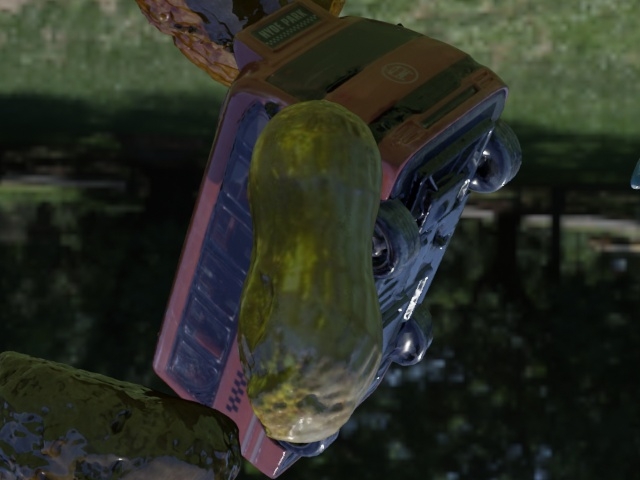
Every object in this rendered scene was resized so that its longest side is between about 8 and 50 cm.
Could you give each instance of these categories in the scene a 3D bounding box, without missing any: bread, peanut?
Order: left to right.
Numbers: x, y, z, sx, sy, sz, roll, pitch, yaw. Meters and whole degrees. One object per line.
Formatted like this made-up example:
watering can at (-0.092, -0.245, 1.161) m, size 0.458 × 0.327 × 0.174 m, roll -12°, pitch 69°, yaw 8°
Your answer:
bread at (-0.178, 0.169, 1.259) m, size 0.230 × 0.123 × 0.230 m, roll 17°, pitch 177°, yaw 1°
bread at (-0.076, -0.282, 1.598) m, size 0.179 × 0.194 × 0.340 m, roll 6°, pitch 152°, yaw 45°
peanut at (-0.004, 0.017, 0.921) m, size 0.087 × 0.206 × 0.087 m, roll 3°, pitch 165°, yaw 1°

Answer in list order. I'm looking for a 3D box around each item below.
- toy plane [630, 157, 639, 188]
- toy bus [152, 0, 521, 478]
toy plane at (0.268, -0.093, 0.950) m, size 0.078 × 0.169 × 0.246 m, roll 20°, pitch -135°, yaw 31°
toy bus at (0.000, 0.000, 1.422) m, size 0.233 × 0.427 × 0.203 m, roll 36°, pitch -136°, yaw 17°
